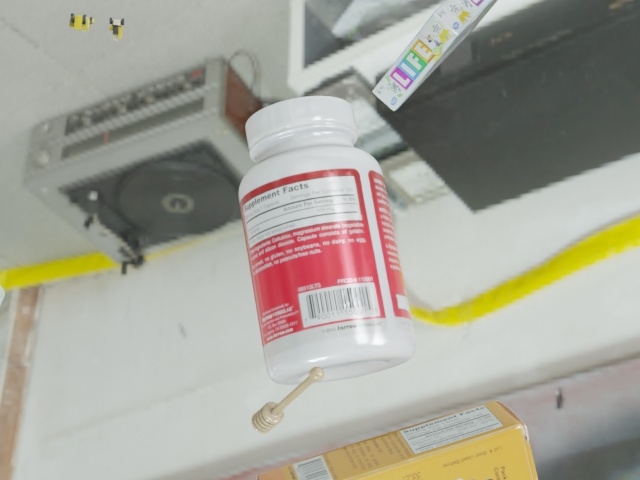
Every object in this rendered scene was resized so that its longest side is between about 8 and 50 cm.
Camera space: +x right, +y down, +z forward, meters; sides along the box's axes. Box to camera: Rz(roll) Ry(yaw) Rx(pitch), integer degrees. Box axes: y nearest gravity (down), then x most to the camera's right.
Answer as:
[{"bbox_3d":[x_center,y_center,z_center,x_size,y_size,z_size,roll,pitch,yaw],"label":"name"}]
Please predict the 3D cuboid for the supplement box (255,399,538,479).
[{"bbox_3d":[0.067,0.214,0.994,0.233,0.080,0.078,-15,102,-5],"label":"supplement box"}]

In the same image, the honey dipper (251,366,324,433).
[{"bbox_3d":[-0.039,0.193,1.404,0.030,0.030,0.160,16,143,-22],"label":"honey dipper"}]

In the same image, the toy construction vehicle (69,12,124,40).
[{"bbox_3d":[-0.355,-0.338,1.825,0.086,0.035,0.098,3,-173,-12],"label":"toy construction vehicle"}]

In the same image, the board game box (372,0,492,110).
[{"bbox_3d":[0.113,-0.183,0.964,0.026,0.154,0.103,41,139,1],"label":"board game box"}]

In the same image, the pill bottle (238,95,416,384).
[{"bbox_3d":[0.000,0.000,1.750,0.229,0.407,0.229,-9,166,-2],"label":"pill bottle"}]

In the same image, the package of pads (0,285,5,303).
[{"bbox_3d":[-0.578,0.031,1.447,0.296,0.229,0.101,44,120,6],"label":"package of pads"}]
